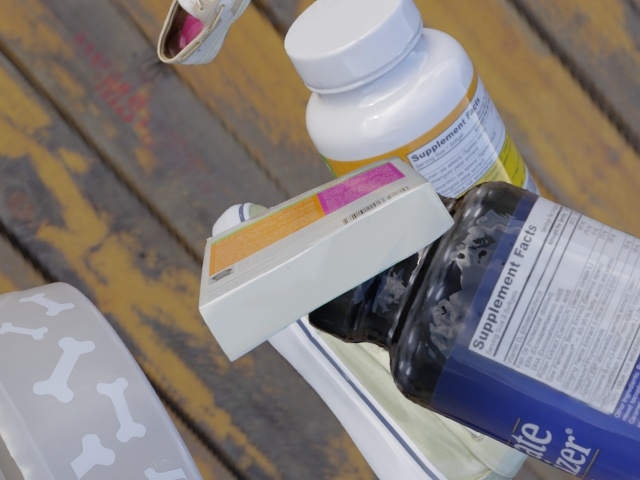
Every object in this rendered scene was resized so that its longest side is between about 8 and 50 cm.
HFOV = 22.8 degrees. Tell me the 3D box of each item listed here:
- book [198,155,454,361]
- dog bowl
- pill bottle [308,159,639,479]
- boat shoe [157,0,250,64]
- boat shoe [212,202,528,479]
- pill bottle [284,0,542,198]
[{"bbox_3d":[0.000,0.000,0.640,0.096,0.144,0.035,-30,97,3],"label":"book"},{"bbox_3d":[-0.155,0.185,1.099,0.102,0.349,0.349,-27,95,-18],"label":"dog bowl"},{"bbox_3d":[0.111,0.044,0.791,0.219,0.123,0.123,24,71,9],"label":"pill bottle"},{"bbox_3d":[-0.113,-0.233,1.543,0.059,0.170,0.063,-20,59,-41],"label":"boat shoe"},{"bbox_3d":[0.037,0.072,1.131,0.094,0.109,0.302,-46,65,12],"label":"boat shoe"},{"bbox_3d":[0.072,-0.077,1.232,0.136,0.136,0.246,-47,124,-23],"label":"pill bottle"}]
